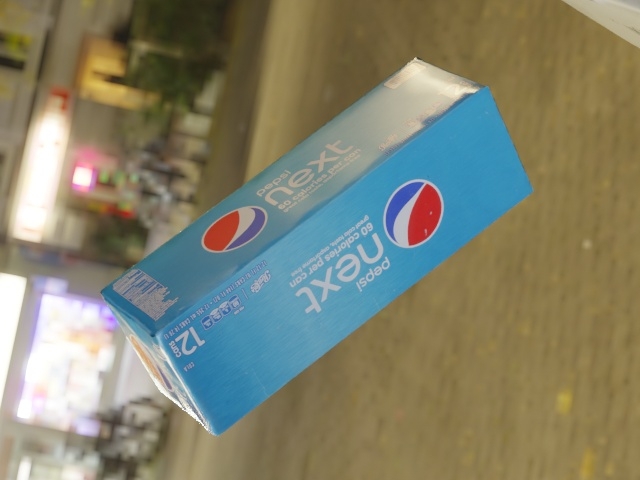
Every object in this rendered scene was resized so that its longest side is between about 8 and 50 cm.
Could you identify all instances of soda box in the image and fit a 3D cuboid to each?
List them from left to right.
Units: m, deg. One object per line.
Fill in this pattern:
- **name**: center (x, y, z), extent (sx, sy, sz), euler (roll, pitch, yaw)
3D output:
- **soda box**: center (0.000, 0.000, 0.961), extent (0.067, 0.210, 0.071), euler (31, 154, 55)

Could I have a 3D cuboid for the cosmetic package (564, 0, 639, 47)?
- **cosmetic package**: center (0.221, -0.205, 0.740), extent (0.160, 0.113, 0.309), euler (34, 98, 52)
